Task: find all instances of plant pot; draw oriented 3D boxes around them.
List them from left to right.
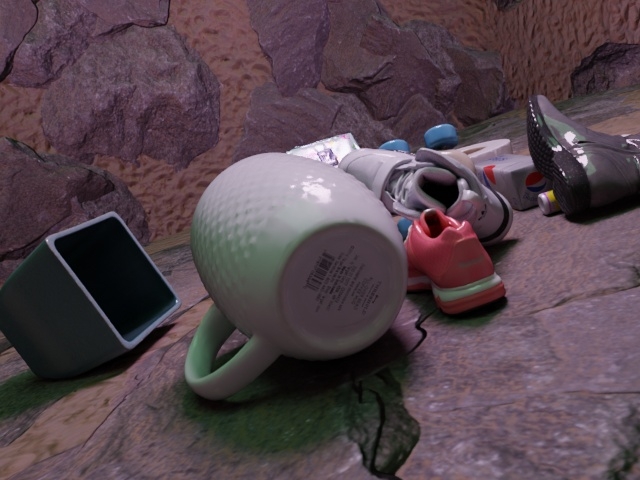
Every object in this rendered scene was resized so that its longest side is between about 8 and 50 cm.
[{"bbox_3d":[-0.485,0.130,1.199,0.252,0.247,0.248,-33,6,16],"label":"plant pot"}]

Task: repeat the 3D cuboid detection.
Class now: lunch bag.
[{"bbox_3d":[0.031,-0.170,1.779,0.223,0.262,0.160,-20,10,-15],"label":"lunch bag"}]

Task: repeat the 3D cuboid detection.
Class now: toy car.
[{"bbox_3d":[0.259,-0.108,1.400,0.210,0.219,0.238,-17,-18,12],"label":"toy car"}]

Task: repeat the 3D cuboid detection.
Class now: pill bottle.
[{"bbox_3d":[0.472,-0.082,1.175,0.083,0.043,0.043,-17,11,4],"label":"pill bottle"}]

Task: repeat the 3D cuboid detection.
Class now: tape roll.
[{"bbox_3d":[0.419,-0.206,1.752,0.286,0.100,0.286,-18,11,4],"label":"tape roll"}]

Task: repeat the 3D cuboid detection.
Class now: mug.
[{"bbox_3d":[-0.058,0.061,0.851,0.374,0.276,0.328,-50,22,-4],"label":"mug"}]

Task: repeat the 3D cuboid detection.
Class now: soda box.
[{"bbox_3d":[0.443,-0.141,1.398,0.098,0.091,0.286,-19,11,0],"label":"soda box"}]

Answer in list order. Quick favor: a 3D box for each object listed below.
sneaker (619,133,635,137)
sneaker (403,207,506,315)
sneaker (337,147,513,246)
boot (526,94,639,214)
[{"bbox_3d":[0.609,-0.180,1.355,0.235,0.090,0.095,-16,20,20],"label":"sneaker"},{"bbox_3d":[0.182,0.011,0.938,0.115,0.136,0.314,-19,10,-10],"label":"sneaker"},{"bbox_3d":[0.159,-0.106,1.096,0.365,0.137,0.210,25,2,29],"label":"sneaker"},{"bbox_3d":[0.538,-0.183,1.160,0.222,0.118,0.338,-12,47,8],"label":"boot"}]
